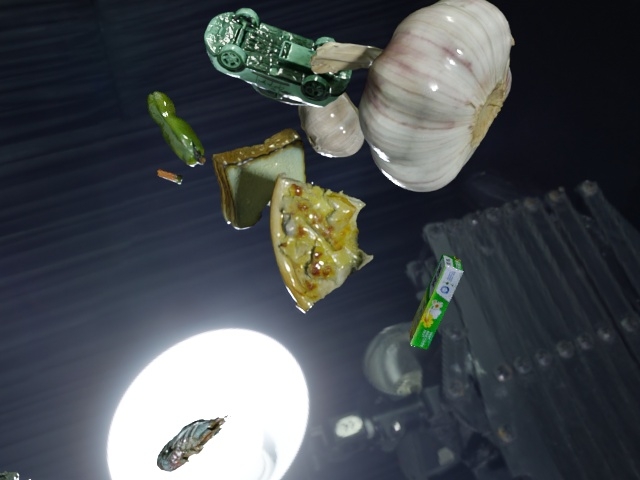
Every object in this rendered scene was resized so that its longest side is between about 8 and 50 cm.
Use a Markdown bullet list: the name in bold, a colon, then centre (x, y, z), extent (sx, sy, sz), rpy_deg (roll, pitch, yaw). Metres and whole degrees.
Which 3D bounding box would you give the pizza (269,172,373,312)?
- **pizza**: centre (0.000, 0.000, 1.464), extent (0.089, 0.223, 0.323), rpy_deg (-67, 148, -77)

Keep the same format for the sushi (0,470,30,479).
- **sushi**: centre (-0.561, 0.385, 0.809), extent (0.417, 0.417, 0.176), rpy_deg (-167, -88, -72)

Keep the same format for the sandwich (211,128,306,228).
- **sandwich**: centre (-0.168, -0.174, 1.928), extent (0.095, 0.273, 0.249), rpy_deg (38, -37, 43)

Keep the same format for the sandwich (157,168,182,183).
- **sandwich**: centre (-0.454, -0.193, 1.965), extent (0.069, 0.101, 0.026), rpy_deg (11, 96, -67)

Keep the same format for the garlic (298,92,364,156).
- **garlic**: centre (0.025, -0.316, 1.725), extent (0.228, 0.152, 0.228), rpy_deg (52, 21, -30)

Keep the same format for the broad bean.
- **broad bean**: centre (-0.246, -0.189, 1.109), extent (0.213, 0.048, 0.070), rpy_deg (54, 1, 35)

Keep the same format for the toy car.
- **toy car**: centre (-0.090, -0.363, 1.356), extent (0.125, 0.305, 0.136), rpy_deg (114, -10, -57)

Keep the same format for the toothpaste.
- **toothpaste**: centre (0.200, 0.110, 1.151), extent (0.043, 0.037, 0.178), rpy_deg (-76, -177, -61)

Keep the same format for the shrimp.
- **shrimp**: centre (-0.292, 0.466, 1.564), extent (0.090, 0.233, 0.079), rpy_deg (61, -10, -31)

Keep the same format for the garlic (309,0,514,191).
- **garlic**: centre (0.105, -0.203, 0.847), extent (0.253, 0.245, 0.245), rpy_deg (24, -36, 16)
